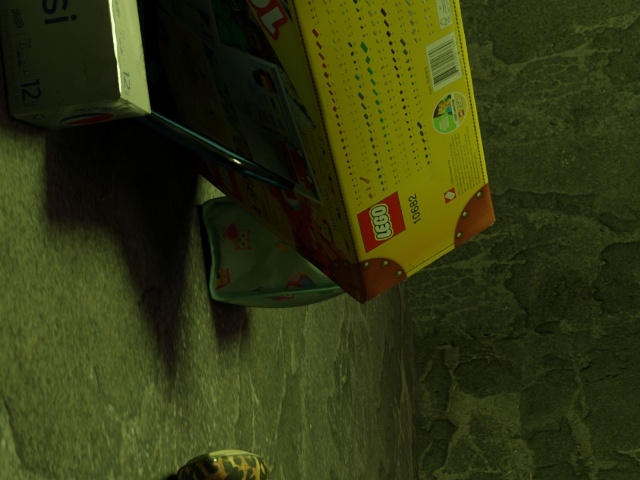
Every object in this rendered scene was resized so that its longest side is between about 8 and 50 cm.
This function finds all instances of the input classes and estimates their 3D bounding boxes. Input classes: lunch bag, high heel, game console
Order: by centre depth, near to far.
[{"bbox_3d":[-0.135,-0.176,1.347,0.293,0.173,0.250,13,74,-82],"label":"game console"},{"bbox_3d":[-0.086,0.322,1.442,0.261,0.093,0.186,84,-6,-68],"label":"high heel"},{"bbox_3d":[0.000,0.000,1.789,0.223,0.262,0.160,15,67,-80],"label":"lunch bag"}]

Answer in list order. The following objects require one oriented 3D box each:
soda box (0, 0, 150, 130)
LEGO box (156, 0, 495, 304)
[{"bbox_3d":[-0.214,-0.241,1.161,0.091,0.098,0.286,23,58,-80],"label":"soda box"},{"bbox_3d":[-0.030,-0.240,1.493,0.372,0.193,0.500,37,-29,46],"label":"LEGO box"}]
